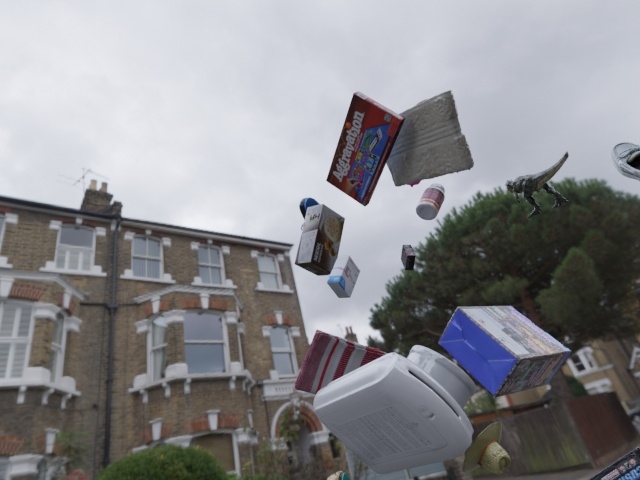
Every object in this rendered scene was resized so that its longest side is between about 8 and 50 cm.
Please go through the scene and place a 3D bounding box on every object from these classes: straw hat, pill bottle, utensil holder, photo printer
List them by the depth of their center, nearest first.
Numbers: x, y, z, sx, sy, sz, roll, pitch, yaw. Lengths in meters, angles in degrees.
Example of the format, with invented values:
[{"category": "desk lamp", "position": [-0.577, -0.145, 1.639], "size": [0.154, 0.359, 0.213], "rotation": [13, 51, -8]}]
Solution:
[{"category": "straw hat", "position": [0.378, 0.474, 0.895], "size": [0.145, 0.061, 0.144], "rotation": [-17, -58, -30]}, {"category": "photo printer", "position": [0.161, 0.392, 0.926], "size": [0.307, 0.256, 0.107], "rotation": [-44, 3, 41]}, {"category": "pill bottle", "position": [0.434, -0.155, 1.602], "size": [0.086, 0.152, 0.086], "rotation": [21, -39, 18]}, {"category": "utensil holder", "position": [0.446, 0.722, 1.829], "size": [0.385, 0.328, 0.327], "rotation": [-49, -24, -18]}]

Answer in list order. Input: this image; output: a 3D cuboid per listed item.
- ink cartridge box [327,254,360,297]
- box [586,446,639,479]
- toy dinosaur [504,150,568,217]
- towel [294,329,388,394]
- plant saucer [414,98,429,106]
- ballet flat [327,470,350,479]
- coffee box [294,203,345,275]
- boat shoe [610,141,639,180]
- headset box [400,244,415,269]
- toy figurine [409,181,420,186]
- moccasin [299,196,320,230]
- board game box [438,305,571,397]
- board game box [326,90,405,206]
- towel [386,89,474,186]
[{"category": "ink cartridge box", "position": [0.082, 0.124, 1.418], "size": [0.052, 0.122, 0.088], "rotation": [-9, -48, 35]}, {"category": "box", "position": [0.894, 0.790, 1.137], "size": [0.073, 0.293, 0.295], "rotation": [26, -68, -41]}, {"category": "toy dinosaur", "position": [0.562, -0.130, 1.059], "size": [0.064, 0.118, 0.268], "rotation": [-25, -4, -8]}, {"category": "towel", "position": [0.093, 0.497, 1.557], "size": [0.329, 0.236, 0.037], "rotation": [20, 0, -12]}, {"category": "plant saucer", "position": [0.366, -0.482, 1.488], "size": [0.084, 0.013, 0.083], "rotation": [-25, -9, -4]}, {"category": "ballet flat", "position": [0.036, 0.705, 1.051], "size": [0.067, 0.206, 0.073], "rotation": [-24, -60, 25]}, {"category": "coffee box", "position": [0.000, 0.000, 1.621], "size": [0.098, 0.246, 0.141], "rotation": [-10, -30, 44]}, {"category": "boat shoe", "position": [1.111, -0.259, 1.397], "size": [0.118, 0.320, 0.103], "rotation": [-24, -53, 19]}, {"category": "headset box", "position": [0.306, 0.061, 1.433], "size": [0.032, 0.083, 0.062], "rotation": [0, -60, -1]}, {"category": "toy figurine", "position": [0.397, -0.314, 1.780], "size": [0.130, 0.159, 0.173], "rotation": [-6, -41, 22]}, {"category": "moccasin", "position": [-0.025, -0.064, 1.980], "size": [0.117, 0.137, 0.341], "rotation": [3, -43, 37]}, {"category": "board game box", "position": [0.557, 0.324, 1.252], "size": [0.291, 0.232, 0.141], "rotation": [6, -64, -34]}, {"category": "board game box", "position": [0.110, -0.235, 1.096], "size": [0.027, 0.145, 0.281], "rotation": [-38, -23, -40]}, {"category": "towel", "position": [0.252, -0.241, 1.028], "size": [0.049, 0.187, 0.282], "rotation": [-26, 11, -24]}]
